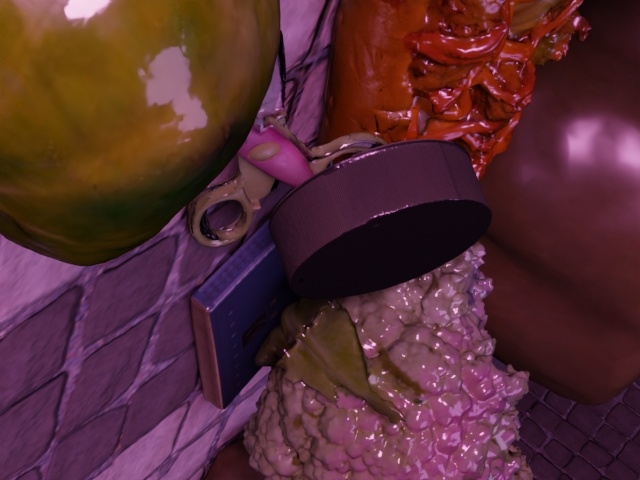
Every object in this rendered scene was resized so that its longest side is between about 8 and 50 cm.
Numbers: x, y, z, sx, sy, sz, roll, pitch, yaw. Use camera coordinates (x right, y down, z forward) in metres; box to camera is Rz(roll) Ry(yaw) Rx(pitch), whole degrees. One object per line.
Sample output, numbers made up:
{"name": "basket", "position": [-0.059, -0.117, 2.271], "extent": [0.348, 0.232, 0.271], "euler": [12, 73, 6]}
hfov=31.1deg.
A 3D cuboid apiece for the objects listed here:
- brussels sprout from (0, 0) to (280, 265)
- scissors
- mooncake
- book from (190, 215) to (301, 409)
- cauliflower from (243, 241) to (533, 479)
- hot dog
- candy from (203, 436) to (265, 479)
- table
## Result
{"name": "brussels sprout", "position": [-0.072, -0.068, 0.399], "extent": [0.149, 0.122, 0.151], "euler": [-47, 162, -9]}
{"name": "scissors", "position": [-0.031, -0.056, 0.643], "extent": [0.134, 0.020, 0.187], "euler": [-22, 152, 2]}
{"name": "mooncake", "position": [0.291, -0.084, 1.088], "extent": [0.467, 0.262, 0.467], "euler": [-53, 169, -16]}
{"name": "book", "position": [0.000, 0.000, 0.906], "extent": [0.269, 0.025, 0.191], "euler": [-46, 161, -23]}
{"name": "cauliflower", "position": [0.063, 0.100, 0.947], "extent": [0.315, 0.239, 0.256], "euler": [-56, 151, -70]}
{"name": "hot dog", "position": [0.088, -0.135, 0.697], "extent": [0.158, 0.117, 0.348], "euler": [-39, 159, -29]}
{"name": "candy", "position": [-0.080, 0.288, 1.140], "extent": [0.104, 0.102, 0.234], "euler": [-21, 144, -61]}
{"name": "table", "position": [0.037, -0.010, 0.713], "extent": [0.134, 0.043, 0.133], "euler": [-17, 159, -7]}
